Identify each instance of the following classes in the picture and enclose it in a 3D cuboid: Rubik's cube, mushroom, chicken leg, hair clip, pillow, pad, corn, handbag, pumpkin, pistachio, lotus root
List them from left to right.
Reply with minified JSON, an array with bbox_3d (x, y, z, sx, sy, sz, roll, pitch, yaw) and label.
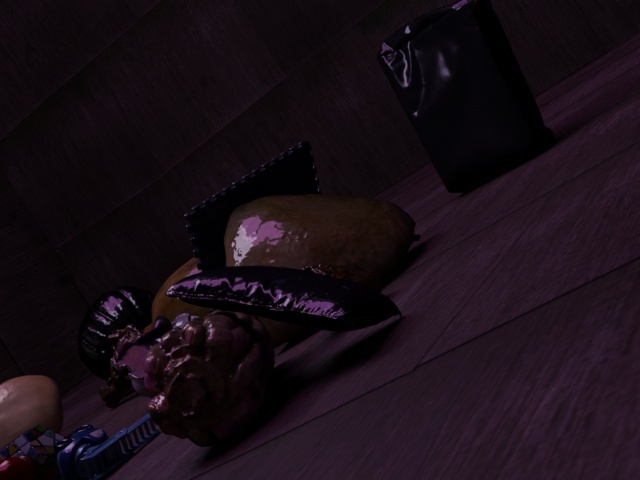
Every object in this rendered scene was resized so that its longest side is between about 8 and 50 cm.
[{"bbox_3d":[-0.651,0.387,2.105,0.299,0.187,0.187,-36,4,-23],"label":"pistachio"},{"bbox_3d":[-0.403,0.316,1.477,0.093,0.111,0.111,-61,-8,21],"label":"Rubik's cube"},{"bbox_3d":[-0.383,0.260,2.087,0.080,0.125,0.196,-20,-47,-44],"label":"chicken leg"},{"bbox_3d":[-0.411,0.203,2.244,0.161,0.221,0.220,24,46,38],"label":"pumpkin"},{"bbox_3d":[-0.250,0.186,1.689,0.146,0.056,0.187,-25,26,-39],"label":"hair clip"},{"bbox_3d":[-0.263,0.141,2.134,0.310,0.183,0.183,-40,4,-6],"label":"lotus root"},{"bbox_3d":[-0.102,0.131,1.123,0.126,0.127,0.335,-33,0,5],"label":"corn"},{"bbox_3d":[-0.081,0.016,1.598,0.012,0.269,0.269,15,40,40],"label":"pad"},{"bbox_3d":[-0.034,0.057,1.055,0.208,0.055,0.141,9,8,28],"label":"pillow"},{"bbox_3d":[-0.025,0.062,1.233,0.197,0.069,0.085,2,5,-25],"label":"chicken leg"},{"bbox_3d":[0.004,-0.004,1.469,0.217,0.212,0.292,-37,-6,20],"label":"mushroom"},{"bbox_3d":[0.273,-0.264,1.777,0.178,0.302,0.275,-27,1,-41],"label":"handbag"}]

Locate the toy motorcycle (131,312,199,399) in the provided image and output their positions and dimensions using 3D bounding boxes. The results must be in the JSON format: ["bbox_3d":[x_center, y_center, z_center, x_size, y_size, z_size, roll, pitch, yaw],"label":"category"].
[{"bbox_3d":[-0.247,0.197,1.819,0.112,0.112,0.254,-32,9,20],"label":"toy motorcycle"}]

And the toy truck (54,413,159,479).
[{"bbox_3d":[-0.274,0.262,1.341,0.074,0.063,0.136,-8,15,32],"label":"toy truck"}]

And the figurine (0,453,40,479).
[{"bbox_3d":[-0.374,0.301,1.097,0.186,0.176,0.287,-15,-2,-34],"label":"figurine"}]
